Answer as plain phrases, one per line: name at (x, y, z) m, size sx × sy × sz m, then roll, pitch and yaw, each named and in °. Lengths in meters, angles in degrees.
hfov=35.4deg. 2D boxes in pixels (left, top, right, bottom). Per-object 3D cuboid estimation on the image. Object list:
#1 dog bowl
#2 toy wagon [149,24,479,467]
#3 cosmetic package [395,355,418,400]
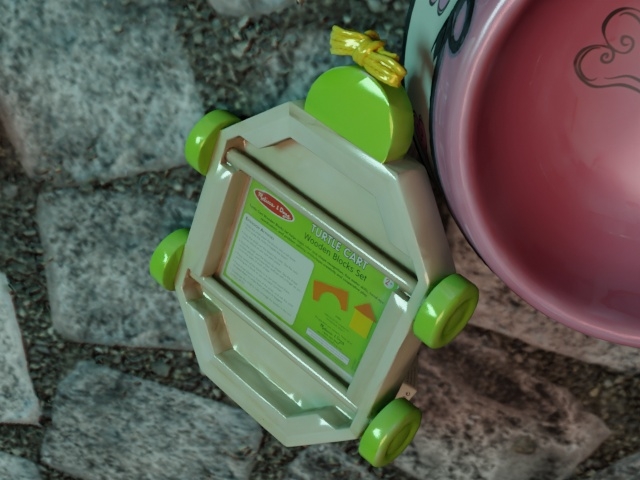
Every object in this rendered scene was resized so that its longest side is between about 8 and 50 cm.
dog bowl at (0.259, -0.099, 0.711) m, size 0.407 × 0.150 × 0.408 m, roll 3°, pitch 119°, yaw 6°
toy wagon at (0.000, 0.000, 0.779) m, size 0.267 × 0.068 × 0.345 m, roll 37°, pitch 122°, yaw 26°
cosmetic package at (0.030, 0.104, 0.903) m, size 0.115 × 0.060 × 0.041 m, roll 31°, pitch 117°, yaw -11°
